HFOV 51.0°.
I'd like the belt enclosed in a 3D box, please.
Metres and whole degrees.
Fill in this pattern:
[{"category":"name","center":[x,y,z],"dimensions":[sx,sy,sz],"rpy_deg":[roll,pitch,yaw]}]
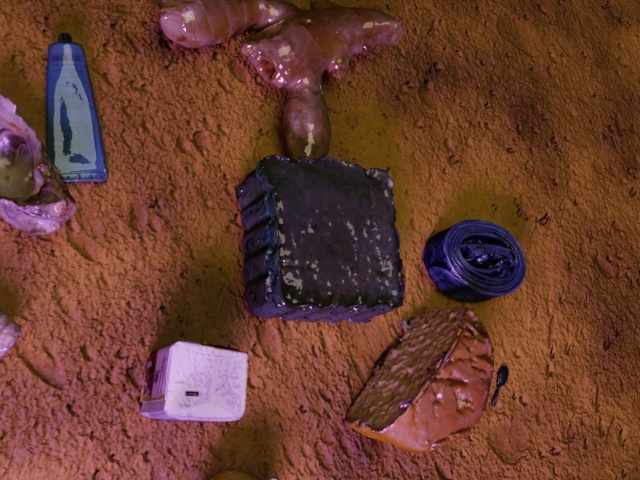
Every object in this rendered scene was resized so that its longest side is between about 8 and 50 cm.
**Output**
[{"category":"belt","center":[0.278,0.037,1.207],"dimensions":[0.190,0.082,0.141],"rpy_deg":[10,66,-26]}]

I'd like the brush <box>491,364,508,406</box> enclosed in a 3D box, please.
[{"category":"brush","center":[0.322,0.262,1.208],"dimensions":[0.024,0.008,0.083],"rpy_deg":[37,62,-17]}]

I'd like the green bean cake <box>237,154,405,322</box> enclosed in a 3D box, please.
[{"category":"green bean cake","center":[0.000,0.000,1.052],"dimensions":[0.241,0.132,0.254],"rpy_deg":[0,74,-27]}]

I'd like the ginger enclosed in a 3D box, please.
[{"category":"ginger","center":[-0.056,-0.347,1.143],"dimensions":[0.363,0.122,0.348],"rpy_deg":[39,60,-5]}]

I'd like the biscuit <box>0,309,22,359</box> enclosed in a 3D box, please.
[{"category":"biscuit","center":[-0.472,0.065,0.838],"dimensions":[0.219,0.055,0.061],"rpy_deg":[43,97,-8]}]

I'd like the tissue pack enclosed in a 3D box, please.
[{"category":"tissue pack","center":[-0.171,0.191,0.898],"dimensions":[0.106,0.149,0.099],"rpy_deg":[11,72,-24]}]

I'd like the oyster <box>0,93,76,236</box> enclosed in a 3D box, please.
[{"category":"oyster","center":[-0.423,-0.090,0.894],"dimensions":[0.233,0.107,0.161],"rpy_deg":[35,67,7]}]

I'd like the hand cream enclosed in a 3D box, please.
[{"category":"hand cream","center":[-0.361,-0.194,0.980],"dimensions":[0.083,0.048,0.224],"rpy_deg":[-4,84,-27]}]

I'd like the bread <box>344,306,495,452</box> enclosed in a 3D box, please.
[{"category":"bread","center":[0.174,0.236,1.063],"dimensions":[0.147,0.160,0.260],"rpy_deg":[48,57,-16]}]

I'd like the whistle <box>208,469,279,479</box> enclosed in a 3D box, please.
[{"category":"whistle","center":[-0.145,0.391,0.897],"dimensions":[0.223,0.123,0.122],"rpy_deg":[-37,94,-9]}]
